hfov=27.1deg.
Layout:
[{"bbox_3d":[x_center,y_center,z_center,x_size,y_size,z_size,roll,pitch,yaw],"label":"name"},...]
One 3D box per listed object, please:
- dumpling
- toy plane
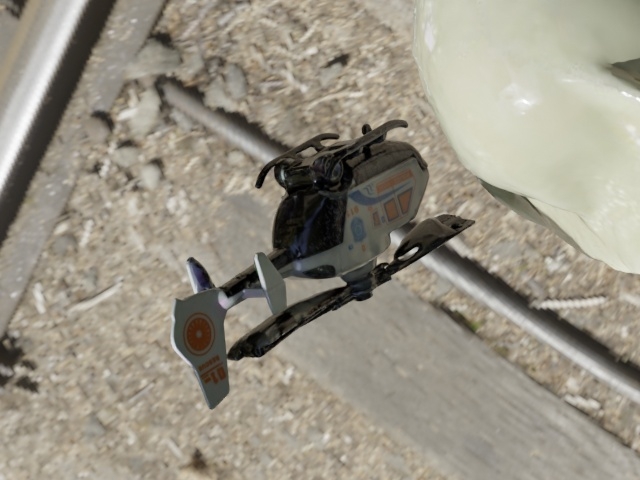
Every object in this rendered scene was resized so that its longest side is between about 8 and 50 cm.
[{"bbox_3d":[0.087,-0.071,0.539,0.111,0.181,0.155,5,138,-7],"label":"dumpling"},{"bbox_3d":[-0.001,-0.001,0.618,0.053,0.197,0.078,-5,111,44],"label":"toy plane"}]
